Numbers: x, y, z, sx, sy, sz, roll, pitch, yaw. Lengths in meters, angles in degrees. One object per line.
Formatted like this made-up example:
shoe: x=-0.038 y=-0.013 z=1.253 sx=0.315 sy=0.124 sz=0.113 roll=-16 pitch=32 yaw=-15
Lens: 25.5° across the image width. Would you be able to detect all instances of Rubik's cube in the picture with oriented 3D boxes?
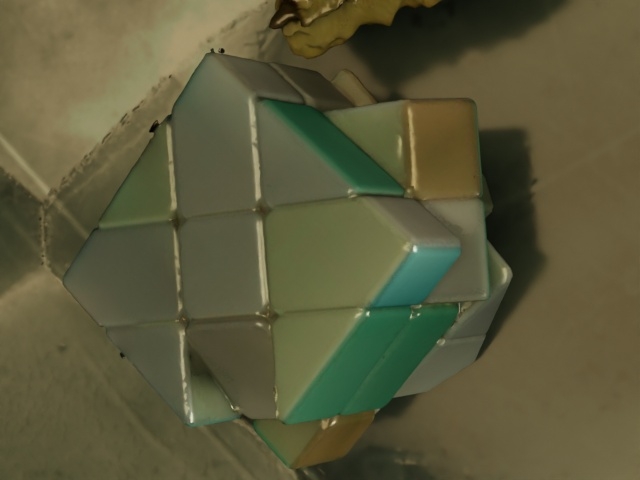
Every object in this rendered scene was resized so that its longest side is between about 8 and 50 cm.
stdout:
Rubik's cube: x=0.000 y=0.000 z=0.872 sx=0.224 sy=0.213 sz=0.265 roll=46 pitch=113 yaw=24

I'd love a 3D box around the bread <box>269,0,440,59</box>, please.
bread: x=0.028 y=-0.254 z=0.875 sx=0.204 sy=0.162 sz=0.262 roll=-23 pitch=80 yaw=13
